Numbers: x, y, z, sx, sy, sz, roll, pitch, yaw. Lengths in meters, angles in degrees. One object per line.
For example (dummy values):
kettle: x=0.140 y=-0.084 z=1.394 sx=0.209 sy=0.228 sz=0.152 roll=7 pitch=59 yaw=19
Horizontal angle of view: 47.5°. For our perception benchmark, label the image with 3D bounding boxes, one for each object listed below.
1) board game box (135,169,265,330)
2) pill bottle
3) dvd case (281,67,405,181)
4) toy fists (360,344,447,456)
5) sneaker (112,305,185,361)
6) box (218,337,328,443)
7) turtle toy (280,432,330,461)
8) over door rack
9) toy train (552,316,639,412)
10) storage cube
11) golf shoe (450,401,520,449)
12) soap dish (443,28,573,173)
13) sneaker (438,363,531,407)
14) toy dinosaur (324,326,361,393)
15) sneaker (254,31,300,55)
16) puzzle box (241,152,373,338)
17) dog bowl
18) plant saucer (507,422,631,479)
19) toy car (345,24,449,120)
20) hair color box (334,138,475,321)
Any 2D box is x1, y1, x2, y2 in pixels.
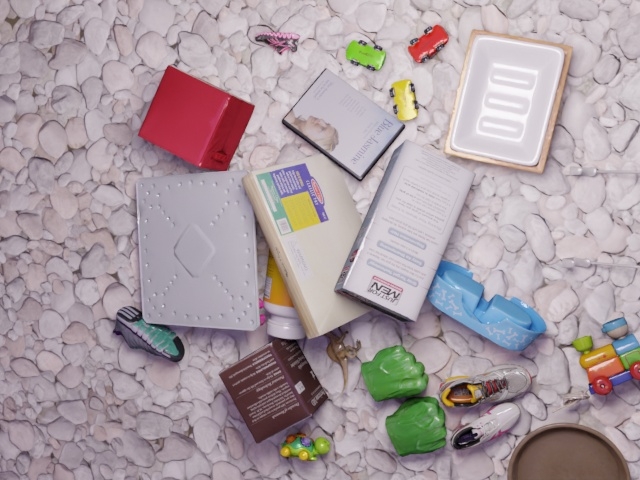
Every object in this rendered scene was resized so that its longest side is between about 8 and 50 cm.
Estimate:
board game box: x=-0.310 y=0.025 z=1.863 sx=0.390 sy=0.050 sz=0.389 roll=-1 pitch=93 yaw=32
pill bottle: x=-0.071 y=0.116 z=1.820 sx=0.137 sy=0.136 sz=0.245 roll=9 pitch=96 yaw=14
dvd case: x=0.056 y=-0.287 z=1.794 sx=0.253 sy=0.022 sz=0.180 roll=38 pitch=82 yaw=9
toy fists: x=0.218 y=0.390 z=1.786 sx=0.142 sy=0.096 sz=0.279 roll=-24 pitch=89 yaw=25
sneaker: x=-0.466 y=0.273 z=1.976 sx=0.224 sy=0.083 sz=0.098 roll=35 pitch=122 yaw=14
box: x=-0.116 y=0.365 z=1.830 sx=0.167 sy=0.168 sz=0.203 roll=-32 pitch=86 yaw=14
turtle toy: x=-0.040 y=0.531 z=1.868 sx=0.130 sy=0.095 sz=0.066 roll=7 pitch=74 yaw=14
over door rack: x=0.724 y=-0.048 z=1.631 sx=0.324 sy=0.108 sz=0.239 roll=4 pitch=94 yaw=29
toy train: x=0.620 y=0.285 z=1.675 sx=0.248 sy=0.105 sz=0.143 roll=-26 pitch=76 yaw=15
storage cube: x=-0.305 y=-0.302 z=1.833 sx=0.215 sy=0.184 sz=0.193 roll=27 pitch=98 yaw=12
golf shoe: x=0.398 y=0.453 z=1.746 sx=0.186 sy=0.086 sz=0.067 roll=-34 pitch=83 yaw=13
soap dish: x=0.429 y=-0.317 z=1.674 sx=0.229 sy=0.118 sz=0.290 roll=14 pitch=96 yaw=13
sneaker: x=0.393 y=0.359 z=1.737 sx=0.225 sy=0.093 sz=0.088 roll=-19 pitch=89 yaw=14
toy dinosaur: x=0.057 y=0.286 z=1.851 sx=0.093 sy=0.053 sz=0.183 roll=-30 pitch=78 yaw=30
sneaker: x=-0.111 y=-0.499 z=1.845 sx=0.119 sy=0.047 sz=0.057 roll=8 pitch=107 yaw=15
puzzle box: x=0.000 y=0.000 z=1.738 sx=0.052 sy=0.272 sz=0.408 roll=-26 pitch=85 yaw=48
dog bowl: x=0.376 y=0.155 z=1.700 sx=0.297 sy=0.166 sz=0.074 roll=31 pitch=112 yaw=10
plant saucer: x=0.586 y=0.565 z=1.727 sx=0.278 sy=0.041 sz=0.277 roll=1 pitch=93 yaw=14
toy car: x=0.172 y=-0.429 z=1.768 sx=0.225 sy=0.053 sz=0.239 roll=23 pitch=98 yaw=13
hair color box: x=0.193 y=-0.019 z=1.673 sx=0.185 sy=0.113 sz=0.374 roll=25 pitch=79 yaw=-6
